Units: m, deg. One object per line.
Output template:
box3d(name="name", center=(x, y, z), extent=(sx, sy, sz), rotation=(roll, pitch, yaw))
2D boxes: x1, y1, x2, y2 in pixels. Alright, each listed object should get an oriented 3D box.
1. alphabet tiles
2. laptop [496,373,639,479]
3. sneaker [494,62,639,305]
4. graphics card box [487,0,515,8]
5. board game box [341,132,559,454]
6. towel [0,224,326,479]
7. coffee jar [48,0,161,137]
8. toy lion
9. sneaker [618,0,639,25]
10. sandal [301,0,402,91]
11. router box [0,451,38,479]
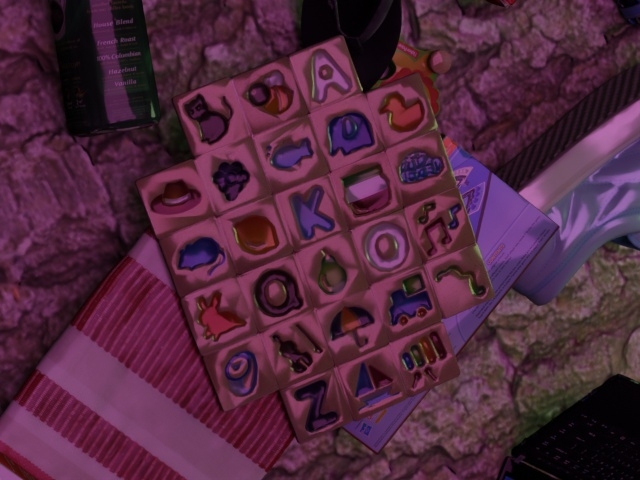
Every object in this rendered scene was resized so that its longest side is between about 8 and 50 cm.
box3d(name="alphabet tiles", center=(0.000, 0.000, 1.658), extent=(0.285, 0.011, 0.342), rotation=(-23, 101, -14))
box3d(name="laptop", center=(0.303, 0.290, 1.820), extent=(0.234, 0.264, 0.136), rotation=(27, 43, -23))
box3d(name="sneaker", center=(0.314, -0.072, 1.832), extent=(0.366, 0.135, 0.150), rotation=(-36, 106, -8))
box3d(name="graphics card box", center=(0.203, -0.441, 1.747), extent=(0.233, 0.094, 0.371), rotation=(38, 91, -20))
box3d(name="board game box", center=(0.085, 0.052, 1.723), extent=(0.145, 0.027, 0.281), rotation=(38, 93, -12))
box3d(name="towel", center=(-0.166, 0.182, 1.641), extent=(0.237, 0.037, 0.329), rotation=(39, 81, -19))
box3d(name="coffee jar", center=(-0.196, -0.187, 1.608), extent=(0.079, 0.096, 0.184), rotation=(-11, 96, -22))
box3d(name="toy lion", center=(0.077, -0.155, 1.772), extent=(0.100, 0.034, 0.096), rotation=(28, 87, -22))
box3d(name="sneaker", center=(0.332, -0.257, 1.874), extent=(0.144, 0.053, 0.059), rotation=(23, 83, -22))
box3d(name="sandal", center=(0.038, -0.256, 1.684), extent=(0.097, 0.054, 0.254), rotation=(12, 115, 2))
box3d(name="router box", center=(-0.320, 0.358, 1.538), extent=(0.301, 0.082, 0.335), rotation=(41, 82, -18))
